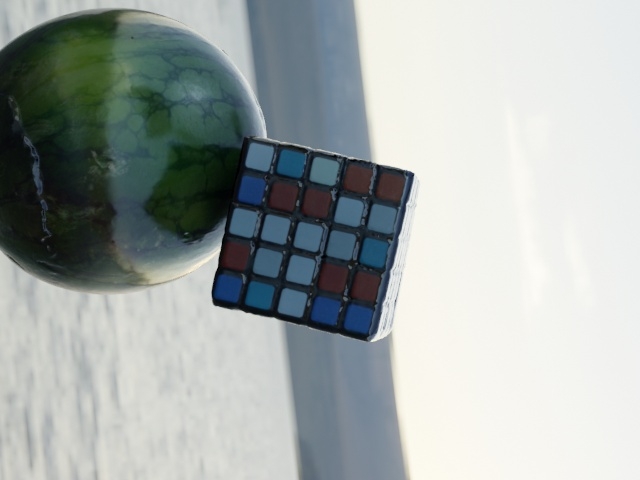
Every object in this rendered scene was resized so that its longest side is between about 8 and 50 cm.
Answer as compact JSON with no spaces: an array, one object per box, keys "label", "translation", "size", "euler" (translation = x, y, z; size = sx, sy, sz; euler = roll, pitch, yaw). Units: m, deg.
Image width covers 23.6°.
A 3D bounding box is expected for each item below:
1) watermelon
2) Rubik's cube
[{"label":"watermelon","translation":[-0.239,-0.105,1.775],"size":[0.363,0.363,0.363],"euler":[173,-90,-89]},{"label":"Rubik's cube","translation":[0.000,0.000,1.634],"size":[0.182,0.184,0.187],"euler":[11,90,-84]}]
